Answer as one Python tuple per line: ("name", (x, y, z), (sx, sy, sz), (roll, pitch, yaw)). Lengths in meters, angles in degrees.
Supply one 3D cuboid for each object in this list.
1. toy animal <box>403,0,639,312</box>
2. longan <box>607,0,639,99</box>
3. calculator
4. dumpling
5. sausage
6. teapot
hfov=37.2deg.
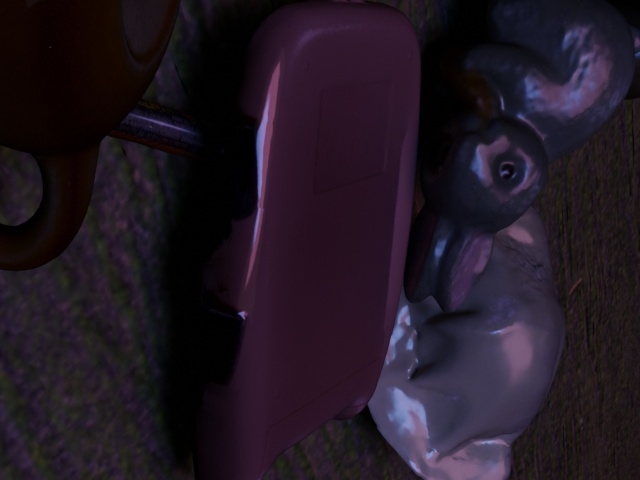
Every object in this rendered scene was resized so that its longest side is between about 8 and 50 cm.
("toy animal", (0.129, -0.070, 0.678), (0.125, 0.127, 0.251), (36, 73, -44))
("longan", (0.269, -0.173, 0.833), (0.119, 0.106, 0.106), (-37, 146, -87))
("calculator", (0.000, 0.000, 0.608), (0.220, 0.048, 0.330), (-21, 123, -54))
("dumpling", (0.114, 0.075, 0.757), (0.166, 0.126, 0.216), (15, 110, -24))
("sausage", (-0.083, -0.061, 0.532), (0.198, 0.028, 0.025), (13, 114, -49))
("teapot", (-0.130, -0.109, 0.390), (0.178, 0.135, 0.252), (-58, 161, -71))
